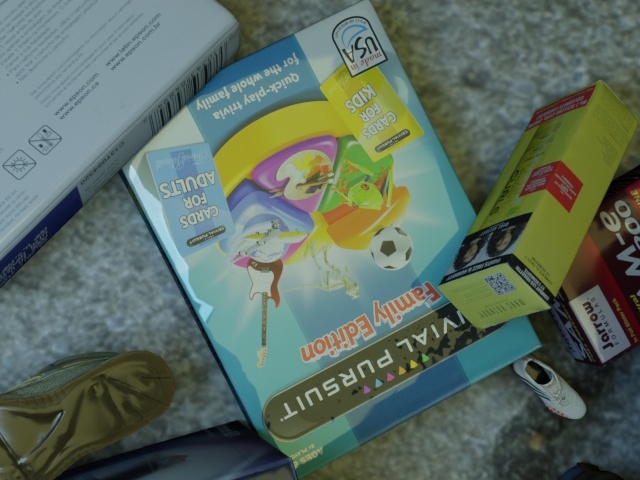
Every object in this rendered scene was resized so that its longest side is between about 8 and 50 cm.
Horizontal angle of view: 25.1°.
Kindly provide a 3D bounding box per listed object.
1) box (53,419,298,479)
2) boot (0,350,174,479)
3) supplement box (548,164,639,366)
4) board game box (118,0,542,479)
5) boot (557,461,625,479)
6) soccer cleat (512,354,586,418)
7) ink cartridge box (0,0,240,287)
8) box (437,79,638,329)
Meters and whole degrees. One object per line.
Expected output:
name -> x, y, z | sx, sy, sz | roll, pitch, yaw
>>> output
box -> -0.158, 0.267, 1.088 | 0.294, 0.296, 0.182 | -15, 91, -11
boot -> -0.229, 0.145, 1.142 | 0.213, 0.165, 0.077 | -23, 95, -16
supplement box -> 0.308, -0.003, 1.289 | 0.239, 0.073, 0.130 | -31, 95, -9
board game box -> 0.000, 0.000, 1.231 | 0.254, 0.079, 0.336 | -28, 93, -9
boot -> 0.217, 0.300, 1.262 | 0.082, 0.106, 0.219 | 24, 97, -11
soccer cleat -> 0.207, 0.132, 1.286 | 0.083, 0.035, 0.029 | 43, 82, -6
ink cartridge box -> -0.291, -0.154, 1.150 | 0.330, 0.071, 0.324 | 39, 73, 14
box -> 0.187, -0.032, 1.208 | 0.058, 0.087, 0.232 | 46, 53, -17
